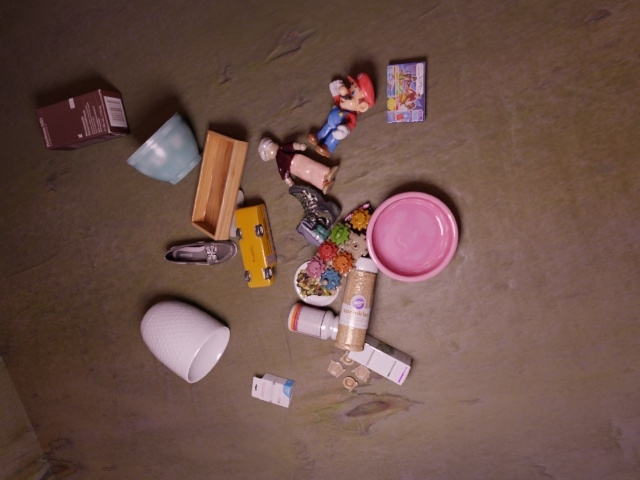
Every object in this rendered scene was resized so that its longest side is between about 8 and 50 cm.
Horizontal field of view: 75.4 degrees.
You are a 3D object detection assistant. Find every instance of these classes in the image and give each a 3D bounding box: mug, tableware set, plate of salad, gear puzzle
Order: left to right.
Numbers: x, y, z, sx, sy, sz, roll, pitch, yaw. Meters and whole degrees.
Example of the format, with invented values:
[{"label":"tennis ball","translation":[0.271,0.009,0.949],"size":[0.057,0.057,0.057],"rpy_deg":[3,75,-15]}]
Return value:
[{"label":"mug","translation":[-0.623,0.453,1.868],"size":[0.327,0.276,0.374],"rpy_deg":[28,138,16]},{"label":"plate of salad","translation":[-0.019,0.182,1.726],"size":[0.199,0.048,0.200],"rpy_deg":[3,102,16]},{"label":"gear puzzle","translation":[0.085,0.025,1.570],"size":[0.175,0.044,0.339],"rpy_deg":[37,92,27]},{"label":"tableware set","translation":[0.120,0.558,1.768],"size":[0.168,0.020,0.141],"rpy_deg":[43,109,6]}]

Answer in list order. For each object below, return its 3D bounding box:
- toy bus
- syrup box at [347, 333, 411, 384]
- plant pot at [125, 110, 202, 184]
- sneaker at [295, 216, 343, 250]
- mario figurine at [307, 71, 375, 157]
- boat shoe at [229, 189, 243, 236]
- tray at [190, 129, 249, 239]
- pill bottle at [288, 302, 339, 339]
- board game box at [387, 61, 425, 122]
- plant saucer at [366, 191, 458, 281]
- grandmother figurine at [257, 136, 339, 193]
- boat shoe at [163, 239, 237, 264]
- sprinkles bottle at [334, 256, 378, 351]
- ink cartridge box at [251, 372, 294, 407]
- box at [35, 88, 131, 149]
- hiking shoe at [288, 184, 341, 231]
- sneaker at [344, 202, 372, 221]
[{"label":"toy bus","translation":[-0.265,0.021,1.727],"size":[0.108,0.130,0.333],"rpy_deg":[-9,98,17]},{"label":"syrup box","translation":[0.242,0.473,1.676],"size":[0.236,0.093,0.096],"rpy_deg":[27,106,11]},{"label":"plant pot","translation":[-0.619,-0.356,1.708],"size":[0.293,0.293,0.196],"rpy_deg":[-34,116,20]},{"label":"sneaker","translation":[0.000,0.000,1.687],"size":[0.223,0.083,0.098],"rpy_deg":[45,142,-2]},{"label":"mario figurine","translation":[0.063,-0.478,1.516],"size":[0.198,0.170,0.321],"rpy_deg":[42,110,8]},{"label":"boat shoe","translation":[-0.372,-0.120,1.779],"size":[0.065,0.075,0.206],"rpy_deg":[22,110,45]},{"label":"tray","translation":[-0.424,-0.230,1.723],"size":[0.202,0.076,0.411],"rpy_deg":[27,110,37]},{"label":"pill bottle","translation":[-0.014,0.340,1.714],"size":[0.221,0.121,0.121],"rpy_deg":[11,103,14]},{"label":"board game box","translation":[0.311,-0.532,1.498],"size":[0.136,0.035,0.202],"rpy_deg":[2,101,17]},{"label":"plant saucer","translation":[0.333,-0.016,1.533],"size":[0.331,0.084,0.333],"rpy_deg":[0,99,2]},{"label":"grandmother figurine","translation":[-0.102,-0.304,1.637],"size":[0.342,0.104,0.208],"rpy_deg":[31,122,12]},{"label":"boat shoe","translation":[-0.535,0.062,1.835],"size":[0.334,0.095,0.112],"rpy_deg":[-5,99,18]},{"label":"sprinkles bottle","translation":[0.141,0.241,1.602],"size":[0.121,0.121,0.356],"rpy_deg":[9,86,15]},{"label":"ink cartridge box","translation":[-0.213,0.669,1.869],"size":[0.180,0.060,0.104],"rpy_deg":[12,104,14]},{"label":"box","translation":[-1.069,-0.536,1.867],"size":[0.381,0.143,0.191],"rpy_deg":[-8,98,20]},{"label":"hiking shoe","translation":[-0.035,-0.129,1.613],"size":[0.226,0.086,0.114],"rpy_deg":[30,71,-4]},{"label":"sneaker","translation":[0.152,-0.097,1.627],"size":[0.119,0.047,0.057],"rpy_deg":[-31,102,21]}]
